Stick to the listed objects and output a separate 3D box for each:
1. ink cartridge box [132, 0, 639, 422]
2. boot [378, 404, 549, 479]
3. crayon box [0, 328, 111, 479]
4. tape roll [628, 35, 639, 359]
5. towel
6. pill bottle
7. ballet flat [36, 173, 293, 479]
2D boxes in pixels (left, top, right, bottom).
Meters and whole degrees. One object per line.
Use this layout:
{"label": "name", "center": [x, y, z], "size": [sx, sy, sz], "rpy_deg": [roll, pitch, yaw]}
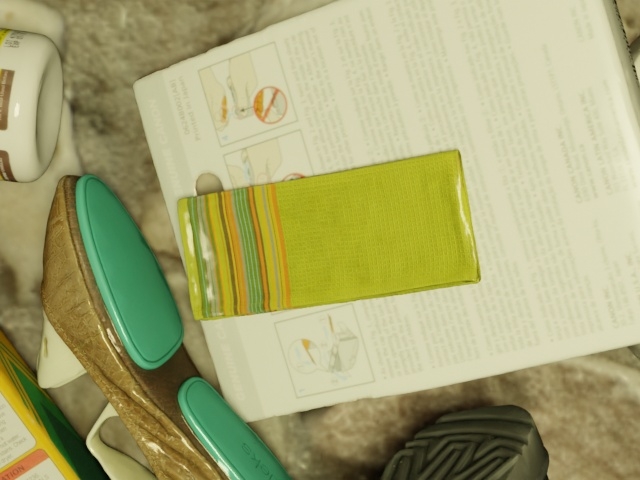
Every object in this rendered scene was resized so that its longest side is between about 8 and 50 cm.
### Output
{"label": "ink cartridge box", "center": [0.067, -0.040, 0.832], "size": [0.385, 0.091, 0.308], "rpy_deg": [-16, 91, 23]}
{"label": "boot", "center": [0.115, 0.397, 0.713], "size": [0.367, 0.146, 0.445], "rpy_deg": [-34, 108, -37]}
{"label": "crayon box", "center": [-0.314, 0.157, 0.798], "size": [0.203, 0.083, 0.323], "rpy_deg": [-32, 104, -2]}
{"label": "tape roll", "center": [0.406, -0.038, 0.865], "size": [0.391, 0.072, 0.392], "rpy_deg": [0, 90, -3]}
{"label": "towel", "center": [0.000, 0.000, 0.804], "size": [0.237, 0.021, 0.102], "rpy_deg": [-9, 95, 22]}
{"label": "pill bottle", "center": [-0.316, -0.114, 0.806], "size": [0.214, 0.117, 0.117], "rpy_deg": [7, 90, -3]}
{"label": "ballet flat", "center": [-0.147, 0.118, 0.834], "size": [0.124, 0.116, 0.342], "rpy_deg": [-30, 96, 18]}
